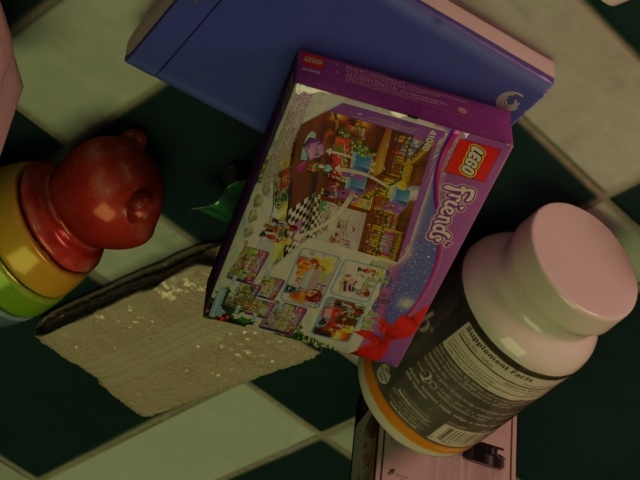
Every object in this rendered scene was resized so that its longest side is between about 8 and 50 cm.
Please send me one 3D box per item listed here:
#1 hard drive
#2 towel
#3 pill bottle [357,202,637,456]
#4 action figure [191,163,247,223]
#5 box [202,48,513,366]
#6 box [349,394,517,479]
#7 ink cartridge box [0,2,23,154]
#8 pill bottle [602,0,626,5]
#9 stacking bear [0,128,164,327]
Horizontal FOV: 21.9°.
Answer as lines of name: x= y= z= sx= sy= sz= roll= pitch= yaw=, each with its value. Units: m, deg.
hard drive: x=0.017 y=-0.158 z=1.466 sx=0.319 sy=0.040 sz=0.210 roll=26 pitch=133 yaw=-23
towel: x=-0.151 y=0.104 z=1.795 sx=0.282 sy=0.049 sz=0.187 roll=-24 pitch=129 yaw=31
pill bottle: x=0.174 y=0.090 z=1.645 sx=0.162 sy=0.162 sz=0.278 roll=27 pitch=134 yaw=-20
action figure: x=0.000 y=0.000 z=1.643 sx=0.137 sy=0.063 sz=0.232 roll=-26 pitch=125 yaw=30
box: x=0.028 y=-0.021 z=1.516 sx=0.201 sy=0.057 sz=0.293 roll=16 pitch=130 yaw=-11
box: x=0.119 y=0.291 z=1.784 sx=0.169 sy=0.290 sz=0.087 roll=17 pitch=139 yaw=-13
ink cartridge box: x=-0.409 y=-0.154 z=1.369 sx=0.270 sy=0.198 sz=0.197 roll=-9 pitch=118 yaw=3
pill bottle: x=0.300 y=-0.263 z=1.259 sx=0.216 sy=0.121 sz=0.121 roll=-23 pitch=130 yaw=31
stacking bear: x=-0.278 y=-0.006 z=1.621 sx=0.289 sy=0.175 sz=0.164 roll=-27 pitch=136 yaw=21
